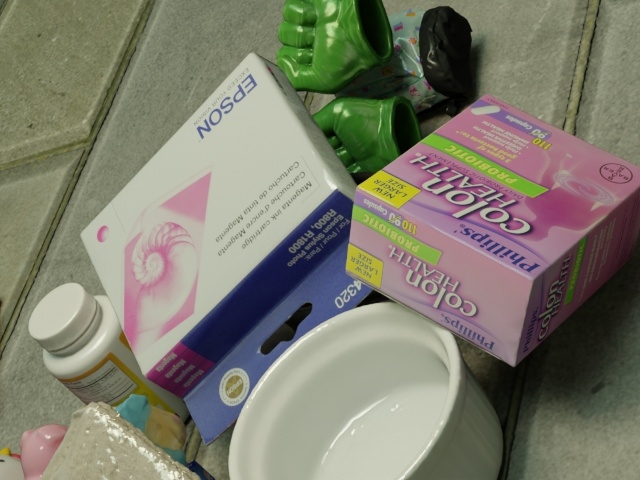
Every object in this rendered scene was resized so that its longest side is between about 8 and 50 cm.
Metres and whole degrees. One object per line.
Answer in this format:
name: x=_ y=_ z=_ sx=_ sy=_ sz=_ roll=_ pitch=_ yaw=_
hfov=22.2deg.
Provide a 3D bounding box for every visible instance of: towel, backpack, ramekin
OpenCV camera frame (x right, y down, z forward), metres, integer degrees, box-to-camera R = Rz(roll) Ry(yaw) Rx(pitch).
towel: x=-0.189 y=0.313 z=1.710 sx=0.282 sy=0.049 sz=0.187 roll=33 pitch=99 yaw=25
backpack: x=0.102 y=-0.225 z=2.126 sx=0.182 sy=0.115 sz=0.152 roll=-20 pitch=43 yaw=32
ramekin: x=0.054 y=0.213 z=1.686 sx=0.277 sy=0.135 sz=0.277 roll=-25 pitch=38 yaw=21

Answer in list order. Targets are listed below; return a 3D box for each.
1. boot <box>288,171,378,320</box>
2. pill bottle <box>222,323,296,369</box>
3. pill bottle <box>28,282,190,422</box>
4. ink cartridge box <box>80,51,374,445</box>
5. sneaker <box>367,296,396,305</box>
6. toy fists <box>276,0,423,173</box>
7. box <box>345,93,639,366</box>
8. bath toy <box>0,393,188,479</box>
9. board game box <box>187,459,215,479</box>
boot: x=0.000 y=0.000 z=1.927 sx=0.244 sy=0.176 sz=0.088 roll=-20 pitch=41 yaw=28
pill bottle: x=-0.123 y=0.112 z=1.950 sx=0.187 sy=0.112 sz=0.112 roll=30 pitch=74 yaw=42
pill bottle: x=-0.254 y=0.147 z=1.972 sx=0.117 sy=0.215 sz=0.117 roll=-25 pitch=38 yaw=21
ink cartridge box: x=-0.104 y=0.006 z=1.855 sx=0.324 sy=0.071 sz=0.330 roll=-45 pitch=50 yaw=17
sneaker: x=0.015 y=0.135 z=1.849 sx=0.236 sy=0.095 sz=0.104 roll=-40 pitch=28 yaw=3
toy fists: x=0.026 y=-0.184 z=2.042 sx=0.142 sy=0.279 sz=0.096 roll=-12 pitch=11 yaw=35
box: x=0.185 y=-0.018 z=1.681 sx=0.213 sy=0.117 sz=0.243 roll=29 pitch=45 yaw=26
bath toy: x=-0.305 y=0.270 z=1.912 sx=0.348 sy=0.129 sz=0.151 roll=-20 pitch=27 yaw=42
board game box: x=-0.174 y=0.365 z=1.810 sx=0.160 sy=0.047 sz=0.210 roll=-35 pitch=36 yaw=9
